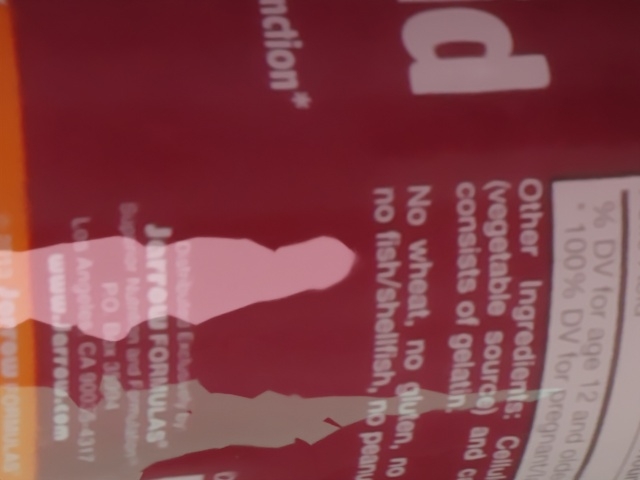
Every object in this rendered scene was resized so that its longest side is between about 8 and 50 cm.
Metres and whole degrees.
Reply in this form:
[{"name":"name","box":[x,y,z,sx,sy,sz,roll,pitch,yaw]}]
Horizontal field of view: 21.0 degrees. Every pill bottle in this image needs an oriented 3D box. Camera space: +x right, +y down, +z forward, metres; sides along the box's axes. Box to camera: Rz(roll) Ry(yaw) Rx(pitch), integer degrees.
[{"name":"pill bottle","box":[0.041,-0.018,0.565,0.392,0.224,0.224,-3,164,-15]}]
